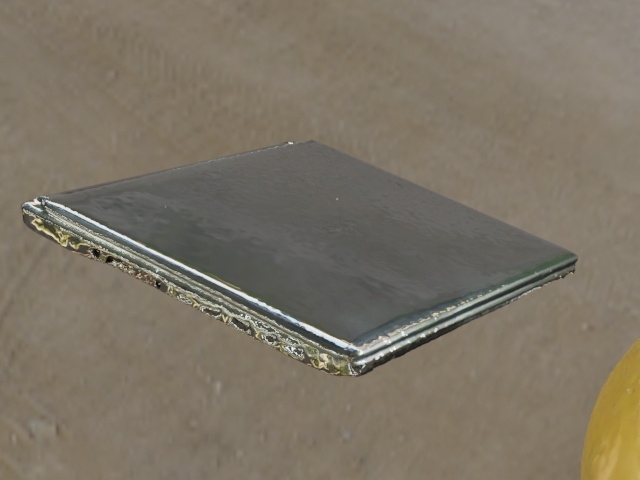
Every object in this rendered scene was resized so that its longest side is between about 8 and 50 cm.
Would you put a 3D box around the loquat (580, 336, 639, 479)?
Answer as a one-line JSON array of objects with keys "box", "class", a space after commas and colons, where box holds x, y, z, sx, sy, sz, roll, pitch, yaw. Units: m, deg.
[{"box": [0.219, 0.113, 0.798, 0.208, 0.208, 0.208, 3, 48, -3], "class": "loquat"}]

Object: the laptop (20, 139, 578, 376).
[{"box": [0.000, 0.000, 0.615, 0.129, 0.016, 0.180, 25, 22, 24], "class": "laptop"}]
